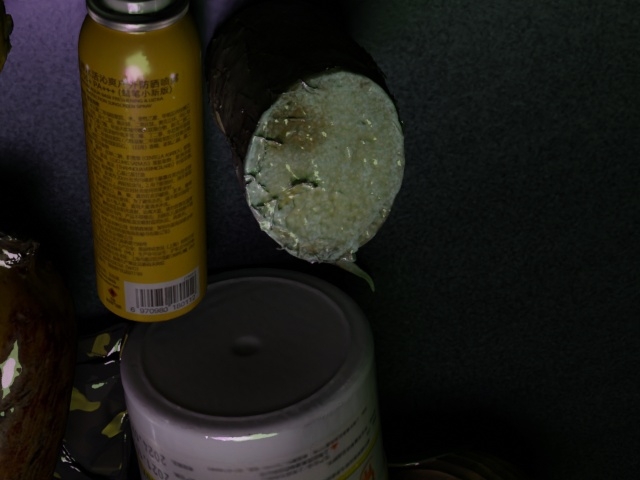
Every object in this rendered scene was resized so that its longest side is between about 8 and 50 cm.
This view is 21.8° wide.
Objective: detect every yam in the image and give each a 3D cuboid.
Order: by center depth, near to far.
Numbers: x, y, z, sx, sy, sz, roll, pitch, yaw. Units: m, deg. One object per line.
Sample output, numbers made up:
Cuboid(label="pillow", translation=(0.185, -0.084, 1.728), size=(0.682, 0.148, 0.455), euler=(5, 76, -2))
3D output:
Cuboid(label="yam", translation=(-0.015, -0.104, 1.351), size=(0.154, 0.254, 0.154), euler=(-5, 119, -9))

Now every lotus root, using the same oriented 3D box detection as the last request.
Cuboid(label="lotus root", translation=(-0.329, 0.143, 1.554), size=(0.196, 0.179, 0.397), euler=(3, 122, -24))

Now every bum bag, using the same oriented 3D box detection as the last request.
Cuboid(label="bum bag", translation=(-0.221, 0.170, 1.665), size=(0.107, 0.060, 0.232), euler=(12, 122, -11))

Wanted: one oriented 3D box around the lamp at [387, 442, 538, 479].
Cuboid(label="lamp", translation=(0.147, 0.336, 1.727), size=(0.250, 0.250, 0.284), euler=(-35, 164, 22))

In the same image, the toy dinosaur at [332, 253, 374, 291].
Cuboid(label="toy dinosaur", translation=(0.011, -0.005, 1.557), size=(0.058, 0.037, 0.180), euler=(-17, 125, 40))

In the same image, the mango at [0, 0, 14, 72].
Cuboid(label="mango", translation=(-0.369, -0.147, 1.359), size=(0.167, 0.130, 0.262), euler=(37, 123, -25))

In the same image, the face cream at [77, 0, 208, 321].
Cuboid(label="face cream", translation=(-0.152, -0.091, 1.430), size=(0.105, 0.105, 0.348), euler=(-1, 129, -3))

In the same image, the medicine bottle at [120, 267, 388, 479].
Cuboid(label="medicine bottle", translation=(-0.059, 0.183, 1.571), size=(0.238, 0.238, 0.232), euler=(-6, 129, 1))
